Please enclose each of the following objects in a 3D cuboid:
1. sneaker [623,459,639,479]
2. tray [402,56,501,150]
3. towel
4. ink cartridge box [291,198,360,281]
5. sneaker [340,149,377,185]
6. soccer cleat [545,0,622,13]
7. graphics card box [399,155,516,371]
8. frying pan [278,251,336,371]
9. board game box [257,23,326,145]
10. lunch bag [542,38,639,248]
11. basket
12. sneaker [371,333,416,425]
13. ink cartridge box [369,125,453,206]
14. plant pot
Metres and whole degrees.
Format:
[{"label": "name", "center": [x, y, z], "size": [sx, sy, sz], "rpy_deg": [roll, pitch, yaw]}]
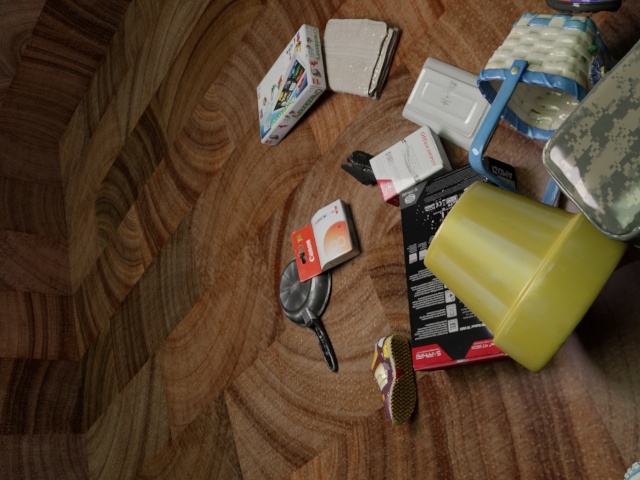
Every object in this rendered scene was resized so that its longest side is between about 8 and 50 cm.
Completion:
[{"label": "sneaker", "center": [0.513, 0.318, 0.928], "size": [0.191, 0.071, 0.083], "rpy_deg": [-48, 53, 33]}, {"label": "tray", "center": [0.274, -0.292, 1.413], "size": [0.270, 0.030, 0.145], "rpy_deg": [42, 112, 48]}, {"label": "towel", "center": [0.077, -0.462, 1.688], "size": [0.282, 0.049, 0.187], "rpy_deg": [25, 100, 51]}, {"label": "ink cartridge box", "center": [0.000, 0.000, 1.632], "size": [0.179, 0.045, 0.145], "rpy_deg": [-26, 59, 23]}, {"label": "sneaker", "center": [0.121, -0.157, 1.548], "size": [0.170, 0.089, 0.051], "rpy_deg": [31, 72, 18]}, {"label": "soccer cleat", "center": [0.424, -0.452, 1.086], "size": [0.318, 0.108, 0.116], "rpy_deg": [-71, -18, -54]}, {"label": "graphics card box", "center": [0.272, 0.051, 1.276], "size": [0.232, 0.094, 0.371], "rpy_deg": [-23, 64, 47]}, {"label": "frying pan", "center": [-0.045, 0.179, 1.680], "size": [0.197, 0.053, 0.326], "rpy_deg": [-25, 59, 46]}, {"label": "board game box", "center": [-0.088, -0.419, 1.838], "size": [0.305, 0.053, 0.193], "rpy_deg": [-37, 53, 53]}, {"label": "lunch bag", "center": [0.507, -0.135, 0.900], "size": [0.305, 0.256, 0.213], "rpy_deg": [-54, 46, 29]}, {"label": "basket", "center": [0.364, -0.208, 1.099], "size": [0.201, 0.254, 0.289], "rpy_deg": [27, 92, 45]}, {"label": "sneaker", "center": [0.148, 0.293, 1.397], "size": [0.084, 0.069, 0.186], "rpy_deg": [-31, 52, 54]}, {"label": "ink cartridge box", "center": [0.194, -0.157, 1.420], "size": [0.150, 0.063, 0.109], "rpy_deg": [-30, 62, 27]}, {"label": "plant pot", "center": [0.304, 0.037, 1.044], "size": [0.239, 0.254, 0.254], "rpy_deg": [33, 110, 17]}]
